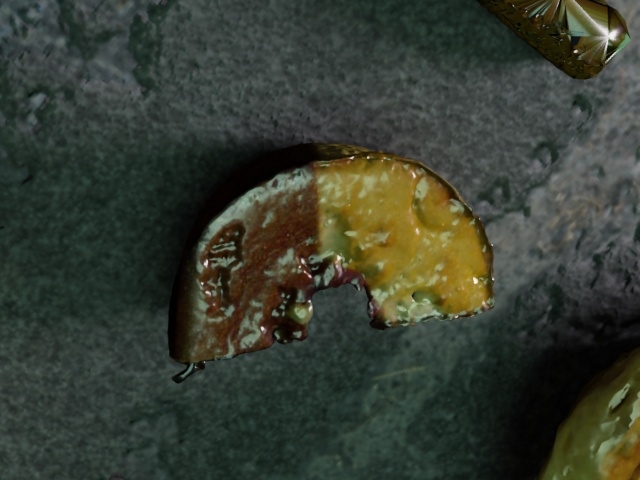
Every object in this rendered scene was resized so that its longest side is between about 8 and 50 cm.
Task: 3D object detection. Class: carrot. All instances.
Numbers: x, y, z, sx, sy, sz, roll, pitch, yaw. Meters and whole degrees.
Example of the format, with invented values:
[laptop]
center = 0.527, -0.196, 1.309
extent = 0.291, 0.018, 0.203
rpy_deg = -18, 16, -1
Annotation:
[carrot]
center = 0.109, -0.181, 0.856
extent = 0.228, 0.069, 0.069
rpy_deg = 37, 99, -27

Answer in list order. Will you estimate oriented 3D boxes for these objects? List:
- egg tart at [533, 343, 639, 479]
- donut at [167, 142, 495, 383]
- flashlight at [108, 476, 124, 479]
[egg tart]
center = 0.286, 0.179, 1.023
extent = 0.341, 0.129, 0.341
rpy_deg = -6, 114, -14
[donut]
center = 0.002, 0.000, 0.893
extent = 0.217, 0.085, 0.141
rpy_deg = -5, 114, -14
[flashlight]
center = -0.149, 0.223, 0.980
extent = 0.031, 0.052, 0.110
rpy_deg = -5, 127, -52
